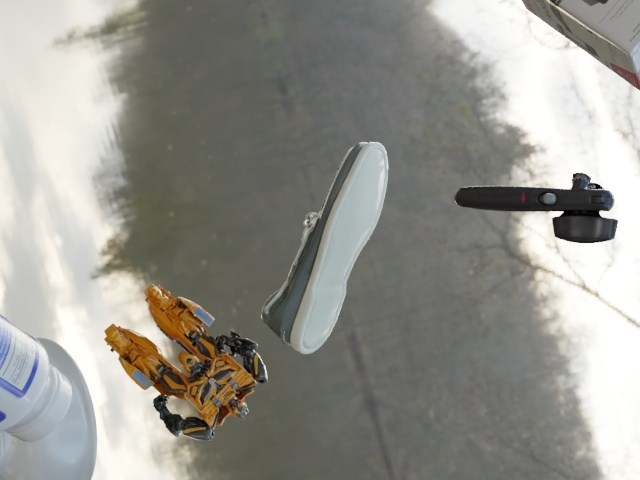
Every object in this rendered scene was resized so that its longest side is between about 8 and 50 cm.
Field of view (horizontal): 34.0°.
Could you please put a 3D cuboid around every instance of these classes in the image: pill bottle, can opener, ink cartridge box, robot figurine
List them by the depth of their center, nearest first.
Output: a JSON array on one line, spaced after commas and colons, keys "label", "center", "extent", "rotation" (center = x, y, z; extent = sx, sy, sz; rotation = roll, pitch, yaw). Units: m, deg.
[{"label": "ink cartridge box", "center": [0.250, -0.216, 0.959], "extent": [0.150, 0.063, 0.109], "rotation": [42, 7, 24]}, {"label": "can opener", "center": [0.235, -0.042, 1.153], "extent": [0.059, 0.186, 0.073], "rotation": [23, 78, -60]}, {"label": "pill bottle", "center": [-0.475, 0.173, 1.447], "extent": [0.272, 0.152, 0.152], "rotation": [48, 20, -44]}, {"label": "robot figurine", "center": [-0.235, 0.212, 1.824], "extent": [0.291, 0.211, 0.085], "rotation": [35, -16, 28]}]

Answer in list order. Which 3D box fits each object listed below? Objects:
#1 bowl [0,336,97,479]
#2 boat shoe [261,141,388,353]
[{"label": "bowl", "center": [-0.509, 0.316, 1.745], "extent": [0.134, 0.297, 0.298], "rotation": [-6, 78, -46]}, {"label": "boat shoe", "center": [0.000, 0.000, 1.499], "extent": [0.116, 0.099, 0.320], "rotation": [5, 108, -56]}]
